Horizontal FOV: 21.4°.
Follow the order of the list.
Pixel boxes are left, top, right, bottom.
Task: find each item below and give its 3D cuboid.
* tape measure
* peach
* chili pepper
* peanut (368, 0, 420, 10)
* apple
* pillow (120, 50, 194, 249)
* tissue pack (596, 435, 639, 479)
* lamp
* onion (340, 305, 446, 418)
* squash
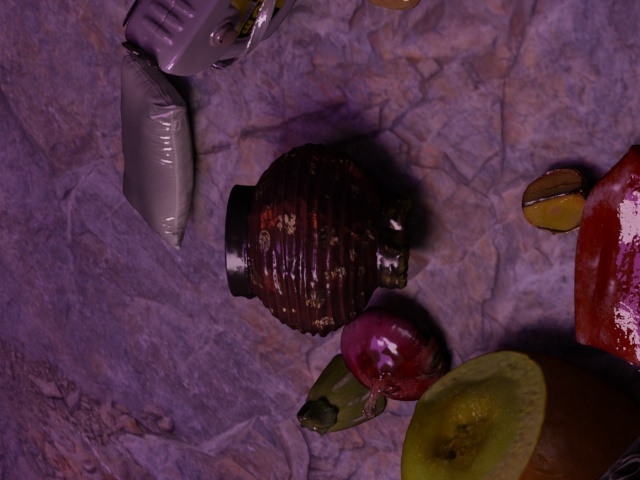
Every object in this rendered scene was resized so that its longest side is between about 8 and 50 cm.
[{"bbox_3d":[-0.103,-0.297,1.965,0.120,0.197,0.236,40,104,22],"label":"tape measure"},{"bbox_3d":[0.268,-0.049,1.892,0.077,0.050,0.083,21,146,3],"label":"peach"},{"bbox_3d":[0.340,0.013,1.839,0.144,0.136,0.252,-100,2,-72],"label":"chili pepper"},{"bbox_3d":[0.033,-0.368,1.856,0.263,0.101,0.117,53,167,-3],"label":"peanut"},{"bbox_3d":[0.238,0.331,1.984,0.384,0.374,0.374,36,139,21],"label":"apple"},{"bbox_3d":[-0.231,-0.123,2.335,0.144,0.078,0.254,37,140,35],"label":"pillow"},{"bbox_3d":[0.445,0.231,1.666,0.198,0.370,0.210,-26,98,53],"label":"tissue pack"},{"bbox_3d":[0.000,0.000,2.078,0.247,0.247,0.247,27,135,30],"label":"lamp"},{"bbox_3d":[0.079,0.170,2.186,0.150,0.140,0.150,27,150,17],"label":"onion"},{"bbox_3d":[0.011,0.230,2.308,0.105,0.132,0.105,25,132,31],"label":"squash"}]
